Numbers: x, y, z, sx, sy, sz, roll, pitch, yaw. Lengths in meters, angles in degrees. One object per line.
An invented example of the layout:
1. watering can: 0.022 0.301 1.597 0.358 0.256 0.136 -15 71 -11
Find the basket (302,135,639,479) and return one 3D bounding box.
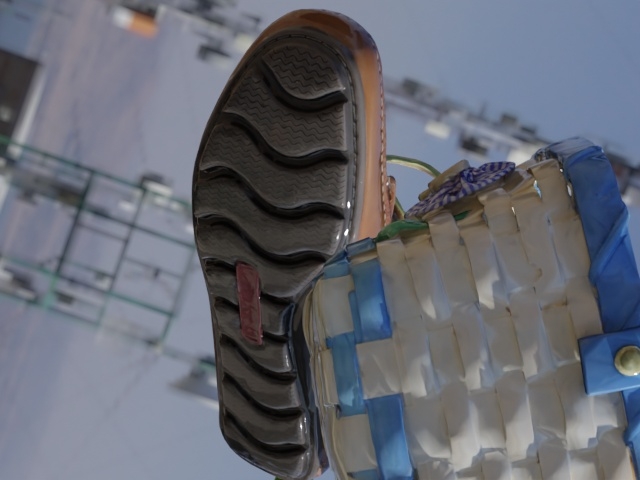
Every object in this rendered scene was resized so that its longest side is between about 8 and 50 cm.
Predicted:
1. basket: 0.140 0.050 0.841 0.255 0.289 0.201 123 -40 -85

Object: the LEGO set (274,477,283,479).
1. LEGO set: 0.008 0.216 1.446 0.227 0.087 0.093 -66 155 -4

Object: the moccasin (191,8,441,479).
1. moccasin: 0.003 0.001 1.225 0.147 0.139 0.380 -48 146 -40
